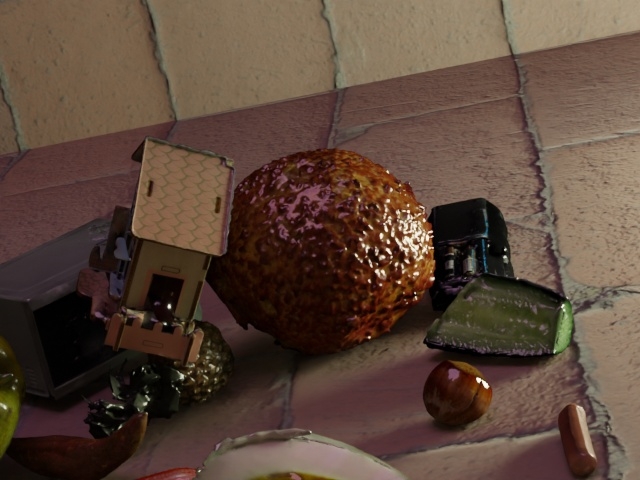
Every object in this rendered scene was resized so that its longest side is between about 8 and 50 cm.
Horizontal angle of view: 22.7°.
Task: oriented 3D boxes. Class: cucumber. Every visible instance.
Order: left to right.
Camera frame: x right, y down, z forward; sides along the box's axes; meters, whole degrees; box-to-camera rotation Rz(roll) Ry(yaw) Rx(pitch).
[{"bbox_3d":[0.248,0.110,2.148,0.193,0.086,0.115,5,69,39],"label":"cucumber"}]

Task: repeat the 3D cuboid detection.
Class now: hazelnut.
[{"bbox_3d":[0.166,0.190,1.977,0.086,0.086,0.086,-12,18,4],"label":"hazelnut"}]

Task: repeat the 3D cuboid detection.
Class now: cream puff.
[{"bbox_3d":[0.001,0.004,2.285,0.350,0.228,0.350,-1,58,1],"label":"cream puff"}]

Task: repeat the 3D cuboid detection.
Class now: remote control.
[{"bbox_3d":[0.223,0.018,2.462,0.145,0.062,0.399,-12,18,6],"label":"remote control"}]

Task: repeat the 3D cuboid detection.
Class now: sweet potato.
[{"bbox_3d":[-0.308,0.273,2.048,0.255,0.078,0.058,-13,-4,37],"label":"sweet potato"}]

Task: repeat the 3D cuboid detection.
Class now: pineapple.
[{"bbox_3d":[-0.225,0.196,2.149,0.125,0.125,0.251,3,25,39],"label":"pineapple"}]

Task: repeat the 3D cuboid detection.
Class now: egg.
[{"bbox_3d":[-0.010,0.333,1.547,0.286,0.174,0.264,32,38,28],"label":"egg"}]

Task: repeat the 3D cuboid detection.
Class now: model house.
[{"bbox_3d":[-0.218,-0.017,2.158,0.169,0.244,0.326,16,23,-11],"label":"model house"}]

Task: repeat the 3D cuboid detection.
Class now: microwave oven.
[{"bbox_3d":[-0.363,0.104,2.413,0.237,0.181,0.295,5,25,45],"label":"microwave oven"}]

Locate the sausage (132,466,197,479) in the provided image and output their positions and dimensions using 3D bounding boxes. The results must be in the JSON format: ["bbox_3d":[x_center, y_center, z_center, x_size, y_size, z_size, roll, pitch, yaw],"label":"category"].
[{"bbox_3d":[-0.235,0.321,1.862,0.274,0.074,0.074,-17,19,-10],"label":"sausage"}]

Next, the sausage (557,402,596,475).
[{"bbox_3d":[0.296,0.229,1.838,0.030,0.035,0.147,-42,11,15],"label":"sausage"}]

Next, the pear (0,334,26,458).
[{"bbox_3d":[-0.534,0.216,2.082,0.321,0.269,0.269,-14,16,24],"label":"pear"}]
